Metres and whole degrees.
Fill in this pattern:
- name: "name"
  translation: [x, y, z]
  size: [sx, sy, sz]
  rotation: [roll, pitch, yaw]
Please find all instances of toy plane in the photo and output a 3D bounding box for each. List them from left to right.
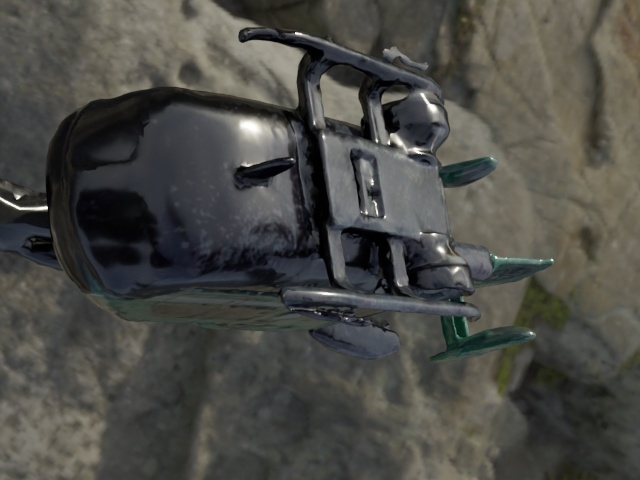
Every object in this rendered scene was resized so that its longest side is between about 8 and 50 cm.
- name: "toy plane"
  translation: [0.000, 0.000, 0.506]
  size: [0.382, 0.155, 0.106]
  rotation: [6, 71, -52]
